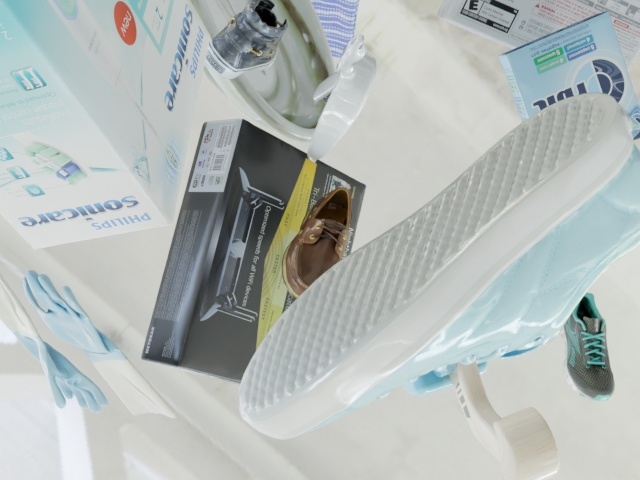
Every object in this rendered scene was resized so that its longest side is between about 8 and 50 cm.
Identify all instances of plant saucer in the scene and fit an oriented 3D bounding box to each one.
[{"bbox_3d":[-0.114,-0.320,1.364,0.400,0.100,0.401,45,-147,-41],"label":"plant saucer"}]

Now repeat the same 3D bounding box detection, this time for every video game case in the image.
[{"bbox_3d":[0.382,-0.413,1.342,0.329,0.300,0.036,17,-156,-18],"label":"video game case"}]

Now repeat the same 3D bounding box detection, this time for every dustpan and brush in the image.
[{"bbox_3d":[0.028,-0.181,1.015,0.060,0.211,0.147,26,-105,-15],"label":"dustpan and brush"}]

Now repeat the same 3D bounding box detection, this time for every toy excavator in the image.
[{"bbox_3d":[0.249,0.224,1.663,0.222,0.433,0.445,-19,-96,-17],"label":"toy excavator"}]

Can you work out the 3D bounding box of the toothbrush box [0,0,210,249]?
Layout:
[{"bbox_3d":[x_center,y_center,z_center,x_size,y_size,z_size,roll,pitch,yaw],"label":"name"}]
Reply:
[{"bbox_3d":[-0.204,-0.169,0.631,0.295,0.126,0.216,63,-155,-47],"label":"toothbrush box"}]

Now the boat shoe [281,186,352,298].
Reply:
[{"bbox_3d":[0.000,0.000,1.056,0.064,0.060,0.178,27,-140,-7],"label":"boat shoe"}]

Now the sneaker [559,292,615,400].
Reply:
[{"bbox_3d":[0.363,0.140,1.228,0.065,0.076,0.166,-2,-135,-3],"label":"sneaker"}]

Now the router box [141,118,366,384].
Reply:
[{"bbox_3d":[-0.075,0.031,1.156,0.243,0.081,0.309,25,-105,-44],"label":"router box"}]

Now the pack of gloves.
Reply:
[{"bbox_3d":[-0.295,0.130,1.015,0.046,0.195,0.232,-53,-57,-35],"label":"pack of gloves"}]

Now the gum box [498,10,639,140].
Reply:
[{"bbox_3d":[0.356,-0.204,1.267,0.041,0.157,0.184,-131,18,-79],"label":"gum box"}]

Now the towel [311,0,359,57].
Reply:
[{"bbox_3d":[-0.038,-0.498,1.980,0.243,0.336,0.040,6,-109,-1],"label":"towel"}]

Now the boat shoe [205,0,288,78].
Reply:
[{"bbox_3d":[-0.066,-0.239,1.036,0.065,0.083,0.183,49,-155,-8],"label":"boat shoe"}]

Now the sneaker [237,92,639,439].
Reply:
[{"bbox_3d":[0.112,0.055,0.690,0.150,0.366,0.135,51,-176,-23],"label":"sneaker"}]
